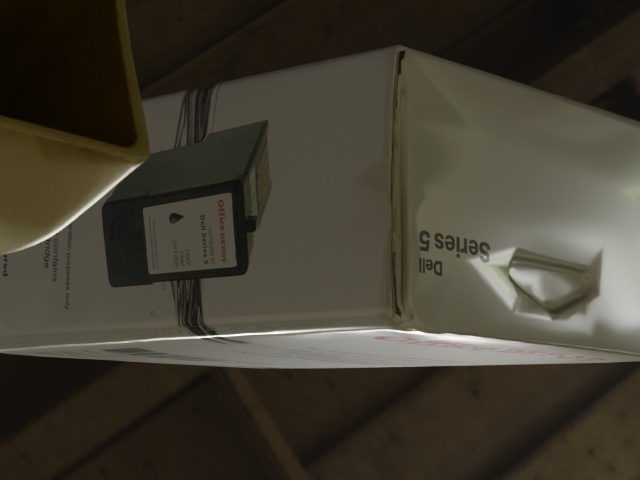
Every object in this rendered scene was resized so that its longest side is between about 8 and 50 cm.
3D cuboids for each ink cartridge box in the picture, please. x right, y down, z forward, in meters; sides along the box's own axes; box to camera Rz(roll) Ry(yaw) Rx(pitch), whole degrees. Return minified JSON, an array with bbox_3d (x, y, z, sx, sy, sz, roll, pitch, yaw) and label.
[{"bbox_3d":[0.000,0.000,0.737,0.198,0.273,0.114,9,-101,-46],"label":"ink cartridge box"}]

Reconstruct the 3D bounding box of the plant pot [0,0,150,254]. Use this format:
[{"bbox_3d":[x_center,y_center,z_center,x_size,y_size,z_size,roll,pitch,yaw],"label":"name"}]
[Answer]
[{"bbox_3d":[-0.108,-0.039,0.439,0.081,0.083,0.081,13,-130,-34],"label":"plant pot"}]
